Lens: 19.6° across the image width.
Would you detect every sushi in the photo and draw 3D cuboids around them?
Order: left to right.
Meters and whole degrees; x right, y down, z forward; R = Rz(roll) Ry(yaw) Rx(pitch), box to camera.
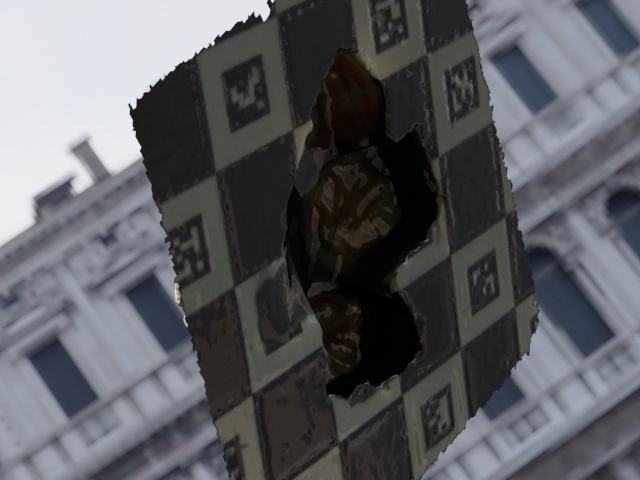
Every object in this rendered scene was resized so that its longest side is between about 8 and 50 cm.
[{"bbox_3d":[0.000,0.000,0.662,0.193,0.040,0.210,-43,-51,-39],"label":"sushi"}]
